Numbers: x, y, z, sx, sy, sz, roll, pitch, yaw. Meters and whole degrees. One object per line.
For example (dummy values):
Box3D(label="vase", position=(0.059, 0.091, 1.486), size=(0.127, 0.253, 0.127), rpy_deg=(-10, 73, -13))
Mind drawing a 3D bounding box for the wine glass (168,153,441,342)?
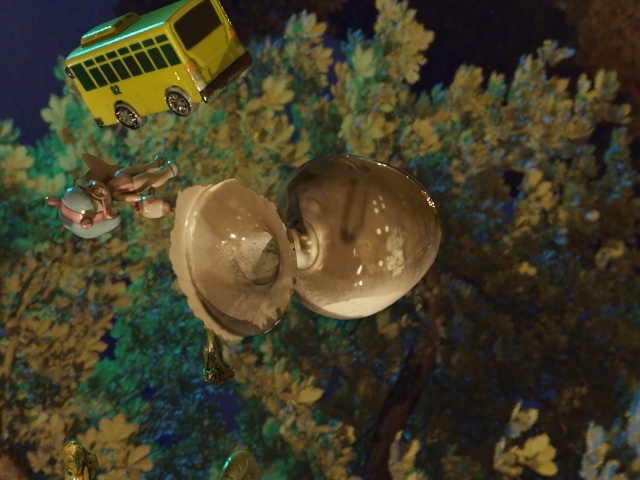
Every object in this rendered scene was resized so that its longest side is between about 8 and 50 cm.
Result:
Box3D(label="wine glass", position=(0.000, 0.000, 0.994), size=(0.323, 0.238, 0.238), rpy_deg=(-7, -126, -48))

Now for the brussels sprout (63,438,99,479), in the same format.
Box3D(label="brussels sprout", position=(-0.411, 0.385, 1.294), size=(0.058, 0.085, 0.085), rpy_deg=(-2, -135, -18))

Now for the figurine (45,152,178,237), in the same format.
Box3D(label="figurine", position=(-0.361, -0.078, 1.411), size=(0.205, 0.103, 0.260), rpy_deg=(36, -138, 16))

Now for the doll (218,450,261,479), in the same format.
Box3D(label="doll", position=(-0.181, 0.510, 1.283), size=(0.216, 0.268, 0.284), rpy_deg=(13, -124, 20))

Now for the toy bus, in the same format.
Box3D(label="toy bus", position=(-0.248, -0.262, 1.113), size=(0.128, 0.262, 0.150), rpy_deg=(-54, -54, -39))

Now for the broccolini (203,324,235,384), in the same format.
Box3D(label="broccolini", position=(-0.208, 0.170, 1.410), size=(0.067, 0.216, 0.058), rpy_deg=(10, -155, 41))
